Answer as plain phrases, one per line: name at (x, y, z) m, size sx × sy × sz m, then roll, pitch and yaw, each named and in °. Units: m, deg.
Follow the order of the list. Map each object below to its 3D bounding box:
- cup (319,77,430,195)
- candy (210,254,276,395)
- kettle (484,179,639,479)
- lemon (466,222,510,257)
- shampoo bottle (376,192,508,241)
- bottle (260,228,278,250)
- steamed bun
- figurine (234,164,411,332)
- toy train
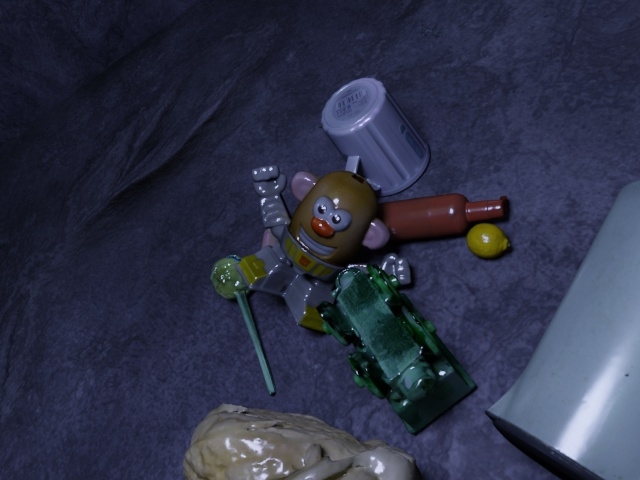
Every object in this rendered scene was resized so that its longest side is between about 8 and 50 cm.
cup at (0.112, -0.195, 1.233) m, size 0.167 × 0.202 × 0.221 m, roll -22°, pitch 48°, yaw 23°
candy at (-0.147, 0.167, 1.241) m, size 0.092 × 0.093 × 0.335 m, roll -25°, pitch 54°, yaw 0°
kettle at (0.450, 0.166, 0.736) m, size 0.361 × 0.250 × 0.377 m, roll 31°, pitch 81°, yaw 26°
lemon at (0.294, 0.001, 1.064) m, size 0.083 × 0.062 × 0.062 m, roll 15°, pitch 68°, yaw 38°
shampoo bottle at (0.223, -0.046, 1.135) m, size 0.244 × 0.085 × 0.085 m, roll -7°, pitch 55°, yaw 28°
bottle at (-0.111, 0.020, 1.338) m, size 0.045 × 0.045 × 0.096 m, roll -16°, pitch 50°, yaw 25°
steamed bun at (-0.031, 0.364, 0.850) m, size 0.372 × 0.325 × 0.230 m, roll 1°, pitch 76°, yaw 38°
figurine at (-0.001, -0.001, 1.138) m, size 0.285 × 0.342 × 0.167 m, roll -54°, pitch 17°, yaw 17°
toy train at (0.110, 0.160, 0.973) m, size 0.145 × 0.202 × 0.266 m, roll -38°, pitch 46°, yaw 4°
